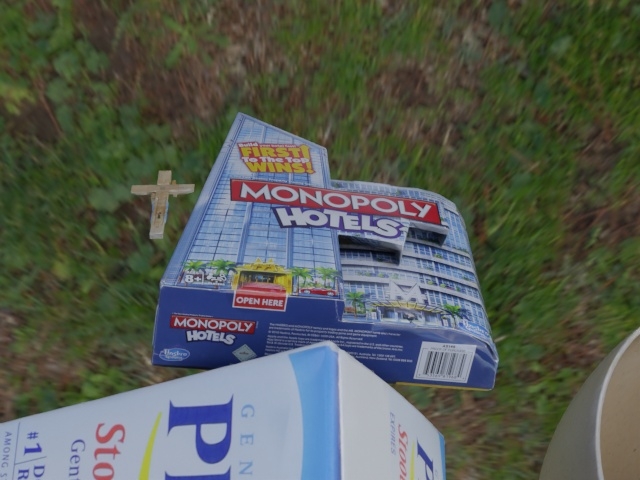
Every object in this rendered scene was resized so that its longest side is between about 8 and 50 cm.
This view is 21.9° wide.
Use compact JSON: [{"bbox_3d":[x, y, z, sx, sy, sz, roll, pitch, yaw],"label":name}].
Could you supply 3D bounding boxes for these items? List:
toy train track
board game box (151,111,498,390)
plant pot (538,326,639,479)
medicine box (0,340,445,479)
[{"bbox_3d":[-0.120,-0.024,1.243,0.048,0.083,0.014,-1,126,1],"label":"toy train track"},{"bbox_3d":[0.000,0.000,0.976,0.194,0.194,0.060,5,125,-8],"label":"board game box"},{"bbox_3d":[0.267,0.213,1.216,0.284,0.191,0.284,14,58,-23],"label":"plant pot"},{"bbox_3d":[-0.082,0.226,0.892,0.289,0.149,0.263,-17,55,25],"label":"medicine box"}]
